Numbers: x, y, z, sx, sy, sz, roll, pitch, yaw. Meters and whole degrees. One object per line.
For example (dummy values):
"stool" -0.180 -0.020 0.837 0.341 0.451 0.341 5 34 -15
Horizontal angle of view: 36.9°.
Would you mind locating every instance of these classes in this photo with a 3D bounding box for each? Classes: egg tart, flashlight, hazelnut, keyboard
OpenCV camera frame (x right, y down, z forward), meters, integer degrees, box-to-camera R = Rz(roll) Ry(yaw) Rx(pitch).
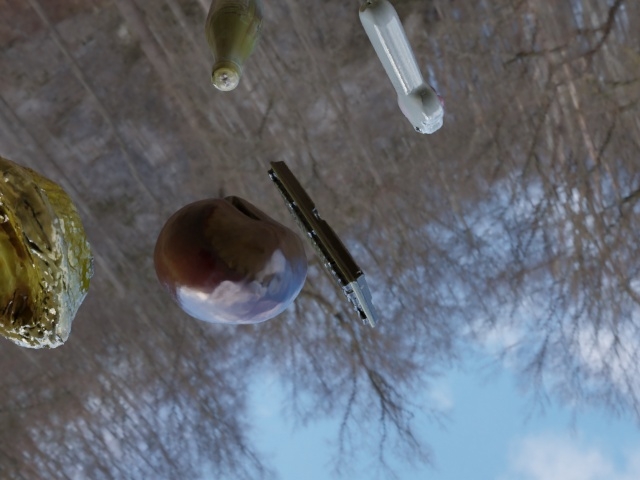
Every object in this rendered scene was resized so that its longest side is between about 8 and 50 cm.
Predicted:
"egg tart" -0.342 0.008 1.118 0.098 0.252 0.232 -25 170 -47
"flashlight" 0.112 -0.238 1.300 0.047 0.200 0.093 -33 -157 -9
"hazelnut" -0.139 0.044 1.528 0.217 0.251 0.217 -15 -111 45
"keyboard" 0.000 0.000 0.615 0.015 0.049 0.129 -28 -134 -7

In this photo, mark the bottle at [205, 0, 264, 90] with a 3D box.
"bottle" -0.126 -0.289 1.369 0.083 0.083 0.270 -21 -145 16
